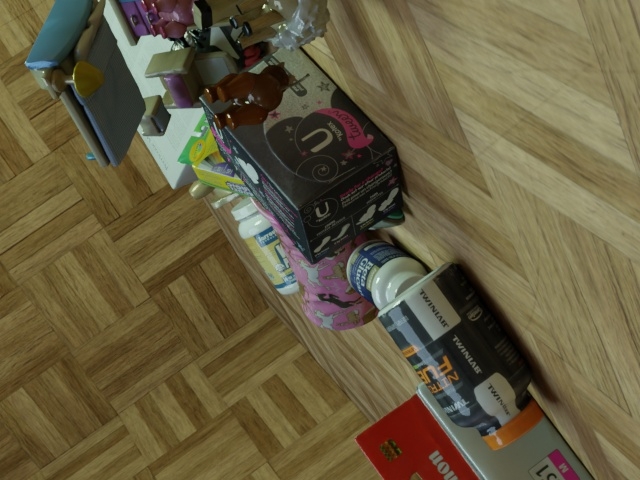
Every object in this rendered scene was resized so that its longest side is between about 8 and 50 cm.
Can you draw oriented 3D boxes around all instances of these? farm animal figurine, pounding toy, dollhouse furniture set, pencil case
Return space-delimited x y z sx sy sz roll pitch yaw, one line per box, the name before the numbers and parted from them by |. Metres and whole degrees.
farm animal figurine | -0.088 -0.309 1.407 0.330 0.172 0.327 61 161 13
pounding toy | -0.192 -0.170 2.599 0.155 0.154 0.269 57 -170 -15
dollhouse furniture set | -0.202 -0.214 1.663 0.286 0.198 0.303 67 -152 -43
pencil case | 0.000 0.000 2.111 0.167 0.160 0.386 4 150 16

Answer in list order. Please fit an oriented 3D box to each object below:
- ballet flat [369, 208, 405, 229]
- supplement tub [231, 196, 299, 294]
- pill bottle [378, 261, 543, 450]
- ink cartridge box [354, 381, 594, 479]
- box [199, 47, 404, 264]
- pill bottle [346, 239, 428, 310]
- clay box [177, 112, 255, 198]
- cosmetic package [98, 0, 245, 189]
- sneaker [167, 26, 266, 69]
ballet flat | 0.049 -0.053 1.844 0.213 0.072 0.068 42 123 44
supplement tub | -0.072 -0.008 2.502 0.200 0.144 0.144 56 172 -11
pill bottle | 0.197 0.161 1.714 0.246 0.130 0.130 54 172 3
ink cartridge box | 0.221 0.319 1.816 0.275 0.239 0.060 53 172 9
box | -0.024 -0.123 1.718 0.247 0.163 0.142 50 167 30
pill bottle | 0.111 0.063 1.930 0.094 0.094 0.169 58 171 -23
clay box | -0.087 -0.127 1.858 0.222 0.127 0.053 16 154 25
cosmetic package | -0.269 -0.317 2.128 0.377 0.097 0.284 58 146 13
sneaker | -0.161 -0.311 1.850 0.098 0.135 0.276 54 171 18
